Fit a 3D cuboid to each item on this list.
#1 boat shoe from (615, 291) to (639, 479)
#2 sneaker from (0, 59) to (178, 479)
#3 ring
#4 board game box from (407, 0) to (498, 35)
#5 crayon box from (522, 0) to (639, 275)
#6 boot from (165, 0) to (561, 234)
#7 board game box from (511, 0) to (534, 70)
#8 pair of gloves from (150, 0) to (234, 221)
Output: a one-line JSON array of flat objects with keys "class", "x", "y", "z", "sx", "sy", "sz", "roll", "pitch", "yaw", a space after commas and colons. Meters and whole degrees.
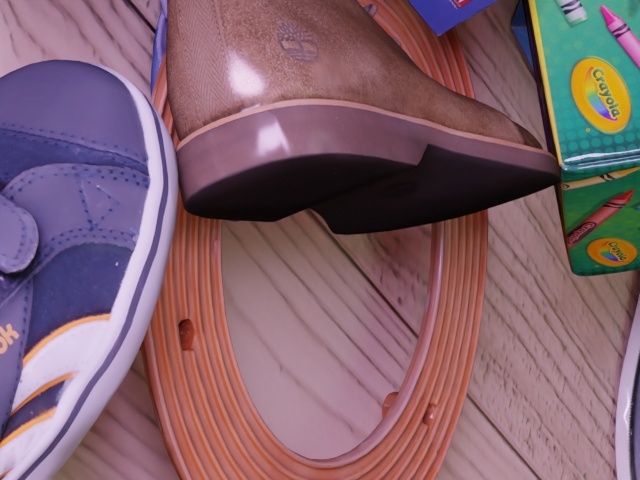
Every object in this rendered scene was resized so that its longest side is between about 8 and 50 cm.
[{"class": "boat shoe", "x": 0.282, "y": 0.087, "z": 1.369, "sx": 0.116, "sy": 0.099, "sz": 0.319, "roll": 23, "pitch": 71, "yaw": -56}, {"class": "sneaker", "x": -0.154, "y": 0.040, "z": 0.660, "sx": 0.321, "sy": 0.126, "sz": 0.127, "roll": -66, "pitch": 146, "yaw": -30}, {"class": "ring", "x": 0.000, "y": 0.000, "z": 0.954, "sx": 0.336, "sy": 0.032, "sz": 0.336, "roll": -4, "pitch": 94, "yaw": -59}, {"class": "board game box", "x": 0.029, "y": -0.234, "z": 0.971, "sx": 0.194, "sy": 0.060, "sz": 0.194, "roll": 48, "pitch": 27, "yaw": -26}, {"class": "crayon box", "x": 0.154, "y": -0.139, "z": 1.068, "sx": 0.165, "sy": 0.081, "sz": 0.278, "roll": 65, "pitch": 17, "yaw": -68}, {"class": "boot", "x": 0.026, "y": -0.067, "z": 0.874, "sx": 0.305, "sy": 0.112, "sz": 0.115, "roll": 12, "pitch": 60, "yaw": -63}, {"class": "board game box", "x": 0.310, "y": -0.230, "z": 1.223, "sx": 0.086, "sy": 0.302, "sz": 0.308, "roll": 54, "pitch": 47, "yaw": -43}, {"class": "pair of gloves", "x": -0.031, "y": -0.103, "z": 0.949, "sx": 0.198, "sy": 0.023, "sz": 0.159, "roll": -41, "pitch": 124, "yaw": -50}]
